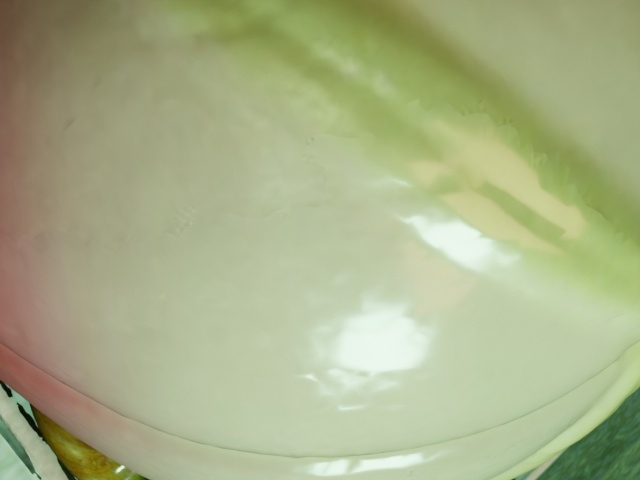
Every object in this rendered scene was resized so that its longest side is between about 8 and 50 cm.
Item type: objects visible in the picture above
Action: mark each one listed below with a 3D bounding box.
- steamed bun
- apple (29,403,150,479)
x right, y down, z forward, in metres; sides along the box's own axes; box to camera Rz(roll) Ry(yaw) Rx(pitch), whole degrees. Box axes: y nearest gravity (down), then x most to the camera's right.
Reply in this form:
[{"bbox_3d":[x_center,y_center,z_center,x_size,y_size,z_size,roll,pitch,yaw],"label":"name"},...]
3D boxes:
[{"bbox_3d":[-0.035,-0.039,0.572,0.309,0.309,0.309,-28,136,-31],"label":"steamed bun"},{"bbox_3d":[-0.049,0.065,0.761,0.147,0.163,0.146,-57,164,-35],"label":"apple"}]
